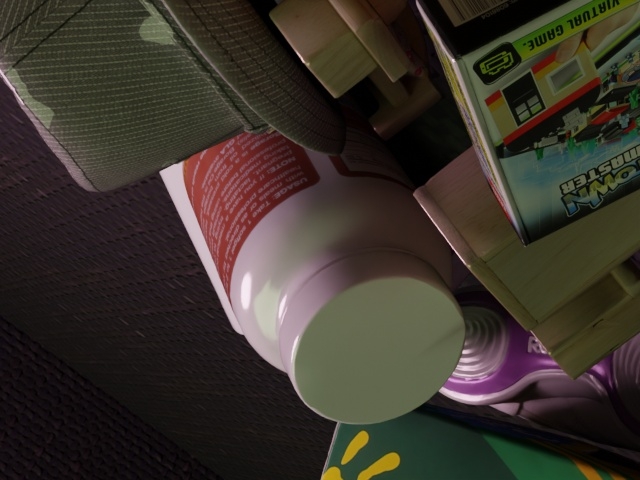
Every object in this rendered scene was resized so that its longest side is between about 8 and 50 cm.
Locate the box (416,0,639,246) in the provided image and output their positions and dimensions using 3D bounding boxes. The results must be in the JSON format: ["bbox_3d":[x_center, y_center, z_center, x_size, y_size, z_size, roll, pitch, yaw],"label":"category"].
[{"bbox_3d":[0.146,-0.086,0.460,0.114,0.207,0.036,58,-174,-51],"label":"box"}]

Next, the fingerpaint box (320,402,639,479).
[{"bbox_3d":[0.263,0.247,0.888,0.371,0.163,0.445,13,174,40],"label":"fingerpaint box"}]

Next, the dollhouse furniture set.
[{"bbox_3d":[0.067,-0.145,0.669,0.355,0.174,0.303,56,-173,30],"label":"dollhouse furniture set"}]

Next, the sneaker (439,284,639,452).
[{"bbox_3d":[0.226,0.094,0.935,0.305,0.114,0.152,12,174,42],"label":"sneaker"}]

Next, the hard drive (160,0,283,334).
[{"bbox_3d":[-0.045,-0.049,0.922,0.203,0.040,0.307,10,132,45],"label":"hard drive"}]

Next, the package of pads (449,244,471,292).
[{"bbox_3d":[0.085,0.014,0.952,0.050,0.083,0.032,15,140,41],"label":"package of pads"}]

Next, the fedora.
[{"bbox_3d":[-0.100,-0.111,0.639,0.243,0.124,0.275,51,-173,-12],"label":"fedora"}]

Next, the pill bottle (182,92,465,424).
[{"bbox_3d":[0.000,0.000,0.724,0.121,0.121,0.216,47,-171,-35],"label":"pill bottle"}]
